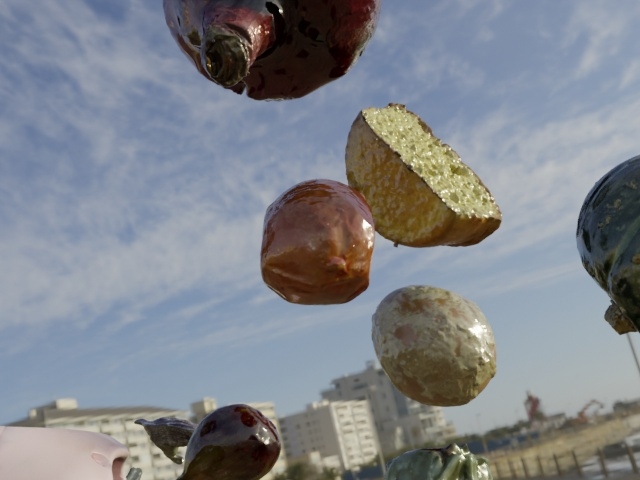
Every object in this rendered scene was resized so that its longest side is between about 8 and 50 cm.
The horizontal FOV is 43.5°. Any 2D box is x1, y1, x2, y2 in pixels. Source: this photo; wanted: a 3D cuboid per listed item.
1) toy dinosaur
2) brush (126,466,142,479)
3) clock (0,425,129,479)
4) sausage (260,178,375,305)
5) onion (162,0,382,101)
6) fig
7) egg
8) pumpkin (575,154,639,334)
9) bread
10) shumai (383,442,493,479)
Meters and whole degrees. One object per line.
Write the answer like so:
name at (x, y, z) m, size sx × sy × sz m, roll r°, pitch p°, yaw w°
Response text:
toy dinosaur at (-0.312, 0.440, 1.811) m, size 0.294 × 0.077 × 0.162 m, roll -22°, pitch -48°, yaw 41°
brush at (-0.395, 0.514, 1.449) m, size 0.070 × 0.051 × 0.323 m, roll 22°, pitch 25°, yaw 2°
clock at (-0.316, 0.388, 0.851) m, size 0.251 × 0.376 × 0.368 m, roll 1°, pitch -18°, yaw -9°
sausage at (-0.001, 0.000, 1.041) m, size 0.141 × 0.153 × 0.268 m, roll 1°, pitch 11°, yaw 2°
onion at (-0.112, -0.396, 1.333) m, size 0.398 × 0.398 × 0.420 m, roll -25°, pitch 15°, yaw 35°
fig at (-0.128, 0.286, 1.056) m, size 0.155 × 0.109 × 0.103 m, roll -42°, pitch -7°, yaw -4°
egg at (0.194, 0.181, 1.399) m, size 0.203 × 0.245 × 0.203 m, roll -32°, pitch -34°, yaw -25°
pumpkin at (0.281, 0.019, 0.605) m, size 0.146 × 0.190 × 0.190 m, roll -51°, pitch -17°, yaw -4°
bread at (0.169, -0.093, 1.520) m, size 0.194 × 0.340 × 0.179 m, roll -12°, pitch -35°, yaw -49°
shumai at (0.105, 0.347, 0.891) m, size 0.261 × 0.222 × 0.225 m, roll 7°, pitch -52°, yaw -50°
